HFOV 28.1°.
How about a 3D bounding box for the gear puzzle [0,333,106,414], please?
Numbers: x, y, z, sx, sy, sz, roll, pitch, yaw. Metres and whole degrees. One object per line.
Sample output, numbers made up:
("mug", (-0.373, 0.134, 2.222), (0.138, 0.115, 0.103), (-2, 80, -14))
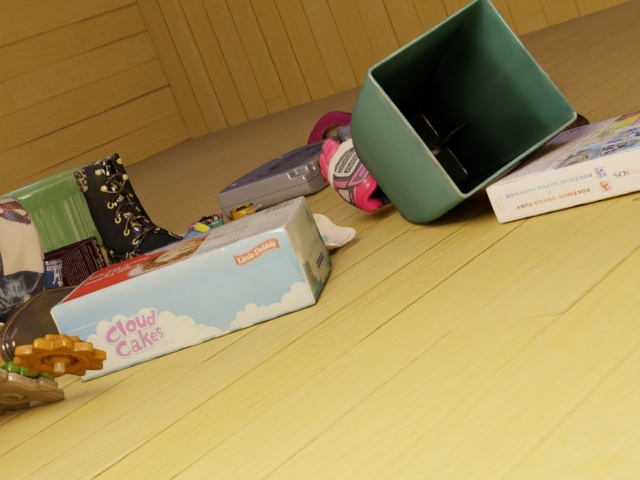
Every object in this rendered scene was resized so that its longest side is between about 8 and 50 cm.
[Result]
("gear puzzle", (-0.356, 0.128, 1.249), (0.339, 0.044, 0.175), (-15, -28, 29))

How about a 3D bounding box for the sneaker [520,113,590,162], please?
("sneaker", (0.285, -0.141, 1.561), (0.066, 0.071, 0.188), (-16, 11, 28))

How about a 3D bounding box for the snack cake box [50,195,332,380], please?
("snack cake box", (-0.131, 0.049, 1.351), (0.264, 0.089, 0.152), (-19, 12, 12))

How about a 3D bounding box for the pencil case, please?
("pencil case", (-0.531, 0.070, 1.567), (0.410, 0.183, 0.160), (-15, -12, -35))

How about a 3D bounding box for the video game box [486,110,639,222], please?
("video game box", (0.298, -0.088, 1.322), (0.187, 0.048, 0.205), (-17, 10, 38))

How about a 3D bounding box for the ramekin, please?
("ramekin", (-0.540, -0.028, 2.444), (0.303, 0.148, 0.303), (-20, 10, 4))

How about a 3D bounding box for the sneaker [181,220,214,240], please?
("sneaker", (-0.116, 0.034, 1.518), (0.082, 0.069, 0.209), (-56, 28, -9))

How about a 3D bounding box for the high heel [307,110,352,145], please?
("high heel", (0.049, -0.184, 2.368), (0.244, 0.082, 0.117), (-22, 40, 42))

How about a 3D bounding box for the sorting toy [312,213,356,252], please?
("sorting toy", (0.000, 0.000, 1.495), (0.075, 0.045, 0.083), (-5, 17, 34))

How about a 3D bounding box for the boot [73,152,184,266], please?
("boot", (-0.277, -0.035, 1.844), (0.085, 0.178, 0.236), (-26, 10, -26))

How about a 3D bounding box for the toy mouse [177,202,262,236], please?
("toy mouse", (-0.167, -0.019, 1.960), (0.143, 0.031, 0.161), (-23, 10, -13))

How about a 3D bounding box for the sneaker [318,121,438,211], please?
("sneaker", (0.153, -0.110, 1.619), (0.299, 0.121, 0.112), (-22, 39, -12))

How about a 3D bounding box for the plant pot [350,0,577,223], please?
("plant pot", (0.134, -0.119, 1.423), (0.166, 0.165, 0.234), (-35, -6, -19))

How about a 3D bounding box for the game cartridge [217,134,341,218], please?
("game cartridge", (-0.041, -0.114, 2.163), (0.198, 0.062, 0.297), (-20, 9, 31))

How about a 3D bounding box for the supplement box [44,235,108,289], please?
("supplement box", (-0.422, 0.073, 1.873), (0.130, 0.073, 0.239), (-16, 12, 21))

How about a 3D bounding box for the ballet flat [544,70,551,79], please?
("ballet flat", (0.325, -0.234, 2.016), (0.086, 0.086, 0.248), (-17, 12, 23))

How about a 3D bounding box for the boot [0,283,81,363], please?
("boot", (-0.270, 0.082, 1.482), (0.106, 0.082, 0.219), (-17, 8, 35))
